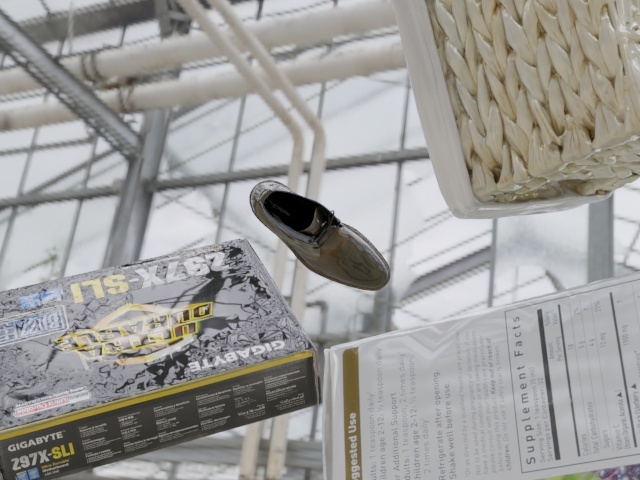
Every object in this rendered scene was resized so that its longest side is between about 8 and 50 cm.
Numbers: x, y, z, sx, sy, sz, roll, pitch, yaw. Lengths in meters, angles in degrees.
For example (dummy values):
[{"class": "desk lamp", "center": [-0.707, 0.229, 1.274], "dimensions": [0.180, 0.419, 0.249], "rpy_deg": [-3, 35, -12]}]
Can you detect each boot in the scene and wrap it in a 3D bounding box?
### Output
[{"class": "boot", "center": [0.000, 0.000, 1.291], "dimensions": [0.219, 0.082, 0.106], "rpy_deg": [34, 0, -5]}]

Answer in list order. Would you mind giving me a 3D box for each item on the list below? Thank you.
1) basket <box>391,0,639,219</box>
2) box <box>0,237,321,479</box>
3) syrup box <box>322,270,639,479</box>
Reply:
[{"class": "basket", "center": [0.108, -0.103, 0.448], "dimensions": [0.113, 0.167, 0.103], "rpy_deg": [-5, -9, -44]}, {"class": "box", "center": [-0.192, 0.115, 1.067], "dimensions": [0.322, 0.257, 0.079], "rpy_deg": [-13, -61, -15]}, {"class": "syrup box", "center": [0.124, 0.075, 0.416], "dimensions": [0.237, 0.096, 0.093], "rpy_deg": [-18, -32, 26]}]
